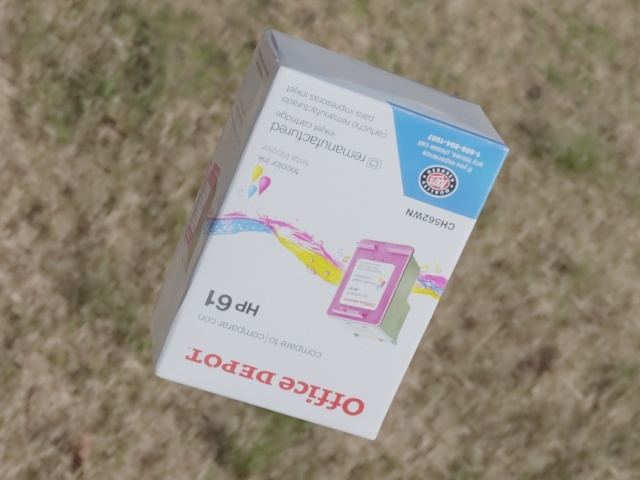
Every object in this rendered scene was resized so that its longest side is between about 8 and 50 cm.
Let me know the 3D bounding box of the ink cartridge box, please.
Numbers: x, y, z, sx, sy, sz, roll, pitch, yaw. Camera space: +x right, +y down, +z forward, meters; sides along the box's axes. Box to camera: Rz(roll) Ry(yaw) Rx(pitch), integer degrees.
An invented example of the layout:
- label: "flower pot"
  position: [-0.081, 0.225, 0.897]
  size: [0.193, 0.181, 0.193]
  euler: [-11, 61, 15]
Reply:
- label: "ink cartridge box"
  position: [0.000, 0.000, 0.556]
  size: [0.088, 0.122, 0.052]
  euler: [18, 20, -15]
